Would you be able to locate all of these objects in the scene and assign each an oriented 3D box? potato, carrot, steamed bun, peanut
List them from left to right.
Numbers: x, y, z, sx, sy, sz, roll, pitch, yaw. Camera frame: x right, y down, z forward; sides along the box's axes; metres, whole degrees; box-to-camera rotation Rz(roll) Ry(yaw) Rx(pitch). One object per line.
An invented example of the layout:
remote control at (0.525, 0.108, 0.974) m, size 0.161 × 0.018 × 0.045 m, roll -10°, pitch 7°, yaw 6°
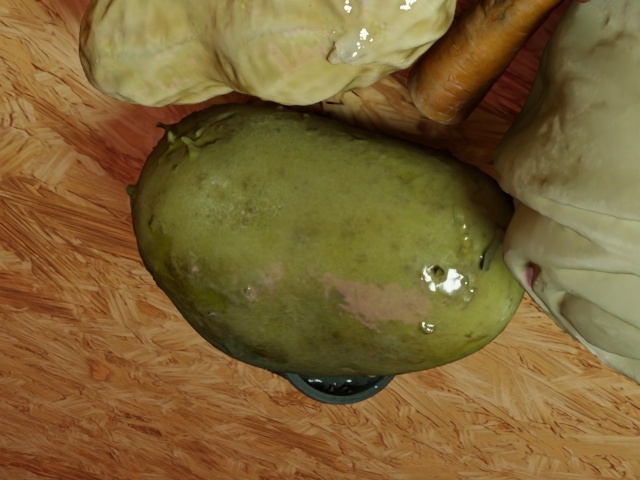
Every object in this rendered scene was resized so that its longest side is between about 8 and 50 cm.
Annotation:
peanut at (-0.047, -0.166, 0.968) m, size 0.325 × 0.153 × 0.140 m, roll -8°, pitch 156°, yaw 33°
potato at (0.011, 0.011, 1.167) m, size 0.359 × 0.219 × 0.270 m, roll 14°, pitch 155°, yaw 25°
carrot at (0.135, -0.157, 0.968) m, size 0.061 × 0.061 × 0.209 m, roll 27°, pitch 148°, yaw -11°
steamed bun at (0.276, -0.010, 0.912) m, size 0.342 × 0.255 × 0.368 m, roll 17°, pitch 153°, yaw 15°

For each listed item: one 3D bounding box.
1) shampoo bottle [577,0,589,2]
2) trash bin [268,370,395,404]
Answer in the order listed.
shampoo bottle at (0.077, -0.232, 0.829) m, size 0.244 × 0.085 × 0.085 m, roll 23°, pitch 154°, yaw -3°
trash bin at (-0.012, 0.080, 1.421) m, size 0.175 × 0.175 × 0.161 m, roll 35°, pitch 164°, yaw -25°
